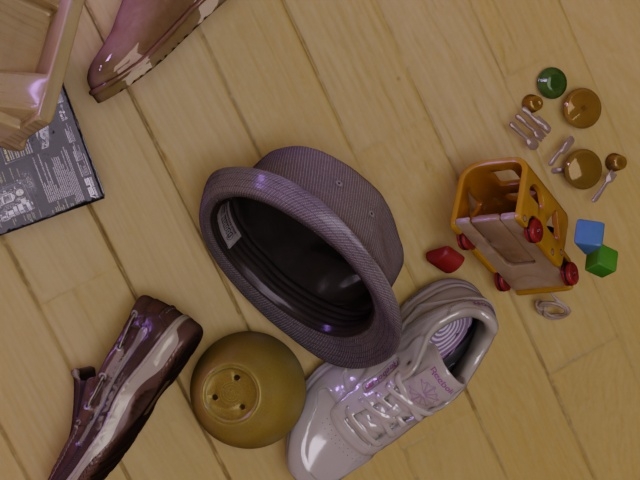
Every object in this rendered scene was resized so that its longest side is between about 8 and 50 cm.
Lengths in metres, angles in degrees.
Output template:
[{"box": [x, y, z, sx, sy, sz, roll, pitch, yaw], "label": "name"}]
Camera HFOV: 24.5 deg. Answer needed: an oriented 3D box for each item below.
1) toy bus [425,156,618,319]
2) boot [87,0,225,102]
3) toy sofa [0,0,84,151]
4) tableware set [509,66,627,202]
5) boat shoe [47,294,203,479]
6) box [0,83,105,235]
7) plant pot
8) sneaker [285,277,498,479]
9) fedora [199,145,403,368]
[{"box": [0.236, -0.013, 1.697, 0.191, 0.202, 0.104, 17, 62, -7], "label": "toy bus"}, {"box": [-0.238, -0.317, 1.578, 0.236, 0.089, 0.269, -45, 103, -15], "label": "boot"}, {"box": [-0.428, -0.216, 1.412, 0.362, 0.177, 0.150, 21, 69, -27], "label": "toy sofa"}, {"box": [0.300, -0.128, 1.744, 0.154, 0.024, 0.104, 40, 84, -12], "label": "tableware set"}, {"box": [-0.238, 0.175, 1.641, 0.095, 0.095, 0.257, 36, 90, 10], "label": "boat shoe"}, {"box": [-0.331, -0.106, 1.582, 0.147, 0.077, 0.180, -21, 100, -9], "label": "box"}, {"box": [-0.089, 0.169, 1.635, 0.134, 0.095, 0.134, 0, 88, 9], "label": "plant pot"}, {"box": [0.078, 0.164, 1.665, 0.305, 0.152, 0.114, -46, 105, -2], "label": "sneaker"}, {"box": [0.000, 0.000, 1.618, 0.275, 0.244, 0.124, 42, 58, -5], "label": "fedora"}]
